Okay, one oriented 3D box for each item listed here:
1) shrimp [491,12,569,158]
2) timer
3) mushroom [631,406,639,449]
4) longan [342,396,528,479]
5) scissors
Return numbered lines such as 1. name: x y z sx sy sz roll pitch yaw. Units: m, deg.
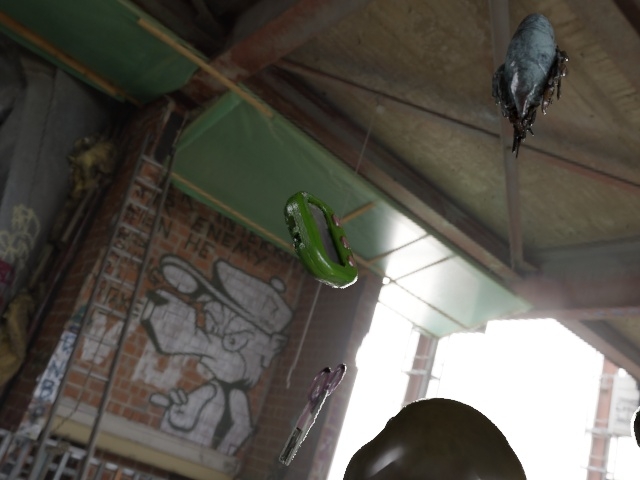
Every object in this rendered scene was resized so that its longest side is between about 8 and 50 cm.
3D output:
1. shrimp: 0.250 -0.188 0.775 0.090 0.233 0.079 -2 -36 35
2. timer: 0.000 0.000 0.922 0.047 0.140 0.128 -30 -28 21
3. mushroom: 0.570 0.320 1.034 0.117 0.141 0.188 33 -3 11
4. longan: 0.212 0.483 1.223 0.360 0.361 0.361 16 -22 6
5. scissors: -0.017 0.258 0.938 0.022 0.176 0.085 33 13 26
